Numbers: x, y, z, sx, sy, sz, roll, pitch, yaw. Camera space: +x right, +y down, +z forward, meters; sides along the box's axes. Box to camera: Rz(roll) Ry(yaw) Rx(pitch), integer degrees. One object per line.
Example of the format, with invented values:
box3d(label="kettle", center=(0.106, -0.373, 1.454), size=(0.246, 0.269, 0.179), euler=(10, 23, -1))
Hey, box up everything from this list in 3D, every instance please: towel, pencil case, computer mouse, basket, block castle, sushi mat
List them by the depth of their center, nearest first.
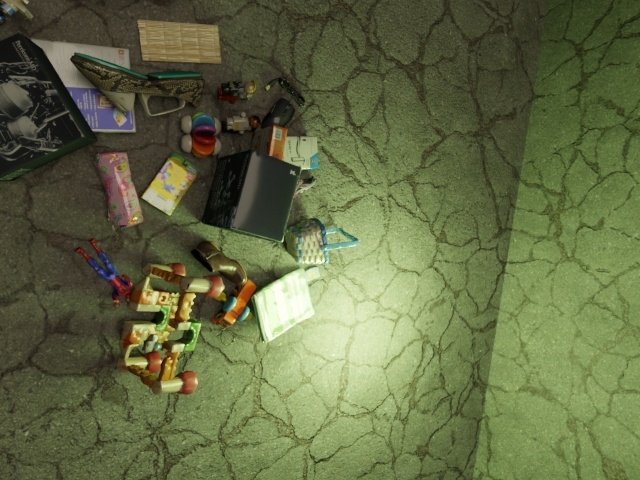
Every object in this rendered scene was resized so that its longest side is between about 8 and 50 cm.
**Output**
box3d(label="pencil case", center=(-0.743, -0.184, 1.612), size=(0.124, 0.124, 0.283), euler=(-15, 103, -28))
box3d(label="block castle", center=(-0.557, 0.323, 1.656), size=(0.213, 0.303, 0.452), euler=(17, 87, -58))
box3d(label="sushi mat", center=(-0.547, -0.780, 1.724), size=(0.317, 0.019, 0.151), euler=(-11, 99, -29))
box3d(label="computer mouse", center=(-0.185, -0.598, 1.926), size=(0.184, 0.060, 0.262), euler=(47, 72, -26))
box3d(label="basket", center=(0.000, 0.000, 1.980), size=(0.289, 0.255, 0.200), euler=(-6, 105, -20))
box3d(label="towel", center=(-0.164, 0.292, 1.983), size=(0.325, 0.038, 0.247), euler=(-24, 108, -44))

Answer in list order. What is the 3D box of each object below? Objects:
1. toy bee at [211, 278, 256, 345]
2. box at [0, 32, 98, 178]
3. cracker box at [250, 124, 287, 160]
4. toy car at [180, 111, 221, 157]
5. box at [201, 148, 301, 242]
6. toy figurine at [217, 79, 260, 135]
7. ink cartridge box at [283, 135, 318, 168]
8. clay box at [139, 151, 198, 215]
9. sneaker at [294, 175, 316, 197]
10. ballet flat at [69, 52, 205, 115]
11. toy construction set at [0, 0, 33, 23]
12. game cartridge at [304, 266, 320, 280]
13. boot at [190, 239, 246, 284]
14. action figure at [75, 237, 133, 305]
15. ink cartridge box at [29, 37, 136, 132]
box3d(label="toy bee", center=(-0.396, 0.298, 1.859), size=(0.298, 0.162, 0.195), euler=(-43, 107, -46))
box3d(label="box", center=(-0.958, -0.407, 1.377), size=(0.313, 0.179, 0.343), euler=(-30, 104, -9))
box3d(label="cracker box", center=(-0.225, -0.384, 1.823), size=(0.067, 0.232, 0.155), euler=(8, 90, -29))
box3d(label="toy car", center=(-0.467, -0.422, 1.736), size=(0.159, 0.136, 0.181), euler=(-2, 96, -29))
box3d(label="box", center=(-0.283, -0.170, 1.718), size=(0.212, 0.396, 0.293), euler=(17, 86, -31))
box3d(label="toy figurine", center=(-0.323, -0.536, 1.765), size=(0.148, 0.209, 0.212), euler=(-9, 101, -19))
box3d(label="ink cartridge box", center=(-0.120, -0.391, 1.969), size=(0.203, 0.086, 0.148), euler=(-9, 99, -30))
box3d(label="clay box", center=(-0.595, -0.224, 1.730), size=(0.127, 0.053, 0.221), euler=(37, 75, -27))
box3d(label="sneaker", center=(-0.099, -0.255, 2.006), size=(0.178, 0.072, 0.077), euler=(-37, 101, -28))
box3d(label="ballet flat", center=(-0.632, -0.540, 1.573), size=(0.483, 0.164, 0.181), euler=(-12, 122, -48))
box3d(label="toy construction set", center=(-1.056, -0.683, 1.327), size=(0.328, 0.215, 0.151), euler=(-40, 113, -21))
box3d(label="game cartridge", center=(-0.043, 0.160, 2.107), size=(0.083, 0.017, 0.055), euler=(-21, 101, -27))
box3d(label="boot", center=(-0.411, 0.108, 1.761), size=(0.090, 0.207, 0.248), euler=(-41, 96, 9))
box3d(label="action figure", center=(-0.778, 0.131, 1.617), size=(0.091, 0.139, 0.280), euler=(-40, 115, -20))
box3d(label="ink cartridge box", center=(-0.835, -0.538, 1.557), size=(0.308, 0.072, 0.303), euler=(-6, 99, -28))
